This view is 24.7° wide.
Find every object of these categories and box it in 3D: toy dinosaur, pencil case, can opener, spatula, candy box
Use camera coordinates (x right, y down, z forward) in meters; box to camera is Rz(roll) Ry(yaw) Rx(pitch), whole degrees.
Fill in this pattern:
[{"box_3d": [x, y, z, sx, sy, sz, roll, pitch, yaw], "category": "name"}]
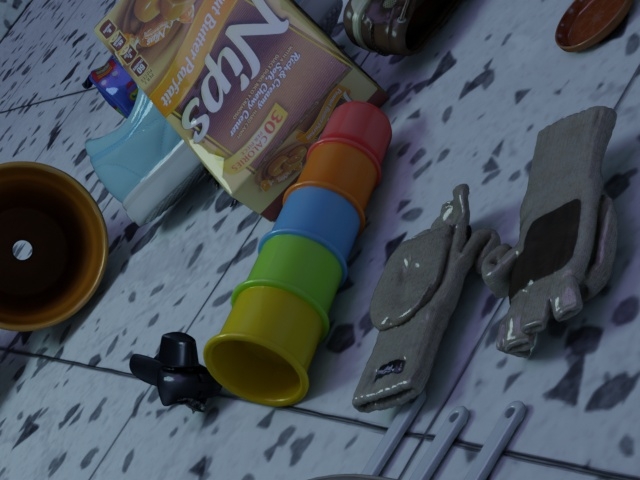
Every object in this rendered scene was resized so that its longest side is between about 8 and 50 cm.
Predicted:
[{"box_3d": [-0.094, -0.081, 1.646, 0.082, 0.047, 0.090, -8, 34, 32], "category": "toy dinosaur"}, {"box_3d": [-0.188, -0.291, 2.024, 0.306, 0.119, 0.133, -48, 21, 3], "category": "pencil case"}, {"box_3d": [-0.139, 0.125, 1.400, 0.186, 0.059, 0.073, 173, 106, -70], "category": "can opener"}, {"box_3d": [0.039, 0.204, 1.006, 0.242, 0.019, 0.168, -58, 24, -17], "category": "spatula"}, {"box_3d": [-0.092, -0.191, 1.564, 0.183, 0.087, 0.316, -47, 54, 8], "category": "candy box"}]

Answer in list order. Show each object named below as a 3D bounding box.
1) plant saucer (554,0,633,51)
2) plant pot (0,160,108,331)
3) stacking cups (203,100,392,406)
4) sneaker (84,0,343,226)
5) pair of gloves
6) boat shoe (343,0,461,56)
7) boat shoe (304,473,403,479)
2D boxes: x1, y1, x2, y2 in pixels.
[{"box_3d": [0.237, -0.194, 1.252, 0.083, 0.013, 0.083, -40, 24, 22], "category": "plant saucer"}, {"box_3d": [-0.376, 0.011, 1.839, 0.205, 0.205, 0.188, -54, 9, -10], "category": "plant pot"}, {"box_3d": [0.000, 0.000, 1.311, 0.096, 0.096, 0.316, -25, 29, 45], "category": "stacking cups"}, {"box_3d": [-0.138, -0.185, 1.697, 0.366, 0.150, 0.135, -44, -1, 13], "category": "sneaker"}, {"box_3d": [0.129, 0.020, 1.092, 0.240, 0.042, 0.204, -31, 32, 40], "category": "pair of gloves"}, {"box_3d": [0.138, -0.285, 1.498, 0.095, 0.095, 0.257, 28, 77, 42], "category": "boat shoe"}, {"box_3d": [0.089, 0.206, 0.838, 0.112, 0.096, 0.335, -21, 14, -36], "category": "boat shoe"}]
